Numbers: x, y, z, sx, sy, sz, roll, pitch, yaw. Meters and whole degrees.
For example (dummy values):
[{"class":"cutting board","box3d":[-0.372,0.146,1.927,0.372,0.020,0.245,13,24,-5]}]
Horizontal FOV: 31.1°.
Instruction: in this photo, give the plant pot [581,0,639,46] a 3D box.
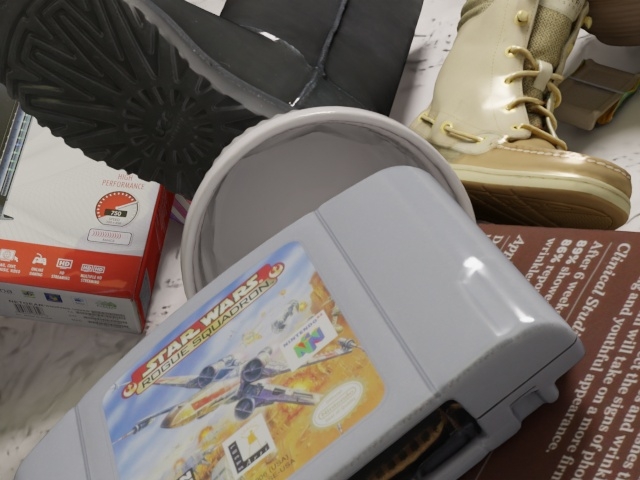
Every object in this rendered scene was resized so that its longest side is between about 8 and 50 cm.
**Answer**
[{"class":"plant pot","box3d":[0.289,-0.238,0.990,0.237,0.109,0.237,-16,21,6]}]

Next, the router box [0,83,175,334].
[{"class":"router box","box3d":[-0.311,-0.079,1.127,0.336,0.082,0.301,7,61,2]}]

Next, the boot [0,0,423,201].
[{"class":"boot","box3d":[-0.081,-0.215,1.086,0.146,0.367,0.445,-47,14,34]}]

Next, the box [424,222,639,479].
[{"class":"box","box3d":[0.169,0.106,0.521,0.381,0.143,0.191,4,51,51]}]

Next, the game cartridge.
[{"class":"game cartridge","box3d":[-0.033,0.090,0.578,0.297,0.062,0.198,-39,36,4]}]

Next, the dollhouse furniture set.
[{"class":"dollhouse furniture set","box3d":[0.204,-0.123,1.013,0.152,0.058,0.076,25,52,37]}]

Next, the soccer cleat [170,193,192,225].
[{"class":"soccer cleat","box3d":[-0.149,-0.066,1.215,0.248,0.095,0.083,4,44,50]}]

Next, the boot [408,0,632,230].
[{"class":"boot","box3d":[0.165,-0.112,0.890,0.262,0.095,0.203,13,75,62]}]

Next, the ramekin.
[{"class":"ramekin","box3d":[0.000,0.000,0.835,0.207,0.207,0.109,-33,18,0]}]
